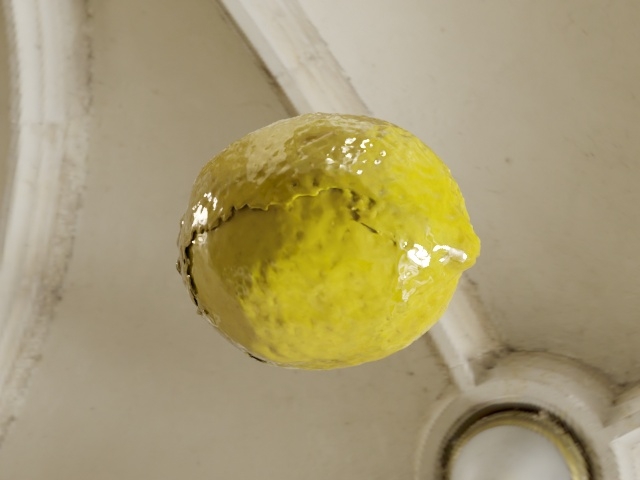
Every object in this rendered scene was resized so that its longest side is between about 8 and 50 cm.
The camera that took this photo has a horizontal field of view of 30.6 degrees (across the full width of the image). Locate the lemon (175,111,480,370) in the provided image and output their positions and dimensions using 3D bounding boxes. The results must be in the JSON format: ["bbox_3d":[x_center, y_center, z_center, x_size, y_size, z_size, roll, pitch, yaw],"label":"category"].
[{"bbox_3d":[0.000,0.000,0.911,0.260,0.204,0.204,-3,-95,28],"label":"lemon"}]
